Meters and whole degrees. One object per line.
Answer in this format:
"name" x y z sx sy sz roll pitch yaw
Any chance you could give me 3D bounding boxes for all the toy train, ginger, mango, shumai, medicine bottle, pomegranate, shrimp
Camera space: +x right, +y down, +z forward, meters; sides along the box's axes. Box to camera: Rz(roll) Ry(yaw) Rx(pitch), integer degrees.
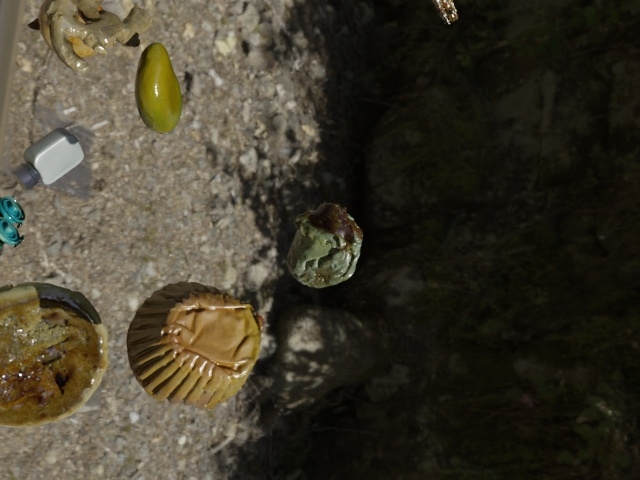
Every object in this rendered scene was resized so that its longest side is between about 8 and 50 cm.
"toy train" -0.704 -0.048 1.322 0.163 0.112 0.203 54 5 -37
"ginger" -0.438 -0.439 1.293 0.258 0.065 0.149 -49 119 -45
"mango" -0.347 -0.313 1.364 0.191 0.085 0.122 83 23 -49
"shumai" -0.004 0.005 1.354 0.142 0.184 0.184 45 44 -55
"medicine bottle" -0.733 -0.214 1.737 0.183 0.069 0.119 -46 159 -25
"pomegranate" -0.742 -0.648 1.947 0.207 0.207 0.207 25 60 -56
"shrimp" 0.274 -0.644 1.555 0.150 0.068 0.249 -40 117 -39

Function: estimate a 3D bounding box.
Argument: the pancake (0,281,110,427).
"pancake" -0.642 0.258 1.440 0.356 0.065 0.356 -8 108 -25

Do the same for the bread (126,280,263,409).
"bread" -0.252 0.203 1.312 0.274 0.149 0.274 11 63 -22
